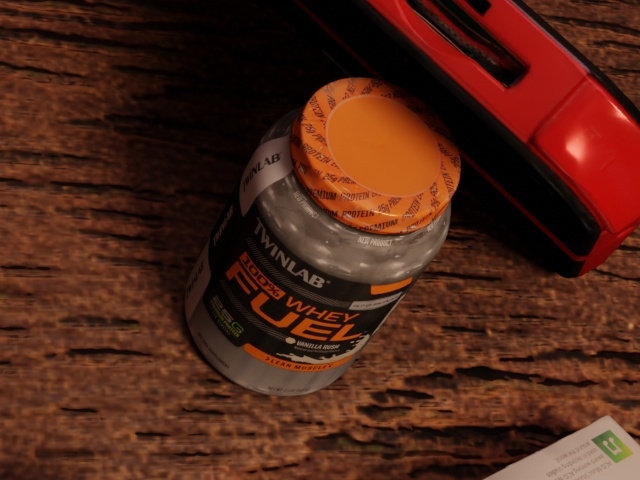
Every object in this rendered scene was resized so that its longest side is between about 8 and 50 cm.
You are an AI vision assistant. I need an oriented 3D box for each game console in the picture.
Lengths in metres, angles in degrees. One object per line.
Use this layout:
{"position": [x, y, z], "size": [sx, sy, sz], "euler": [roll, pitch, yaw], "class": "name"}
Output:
{"position": [0.040, -0.132, 0.849], "size": [0.386, 0.342, 0.060], "euler": [44, 91, 9], "class": "game console"}

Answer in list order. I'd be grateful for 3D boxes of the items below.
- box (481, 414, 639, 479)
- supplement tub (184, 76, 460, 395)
{"position": [0.190, 0.249, 0.735], "size": [0.232, 0.058, 0.322], "euler": [-15, 51, -45], "class": "box"}
{"position": [0.000, 0.000, 0.804], "size": [0.117, 0.190, 0.117], "euler": [11, 54, -16], "class": "supplement tub"}
